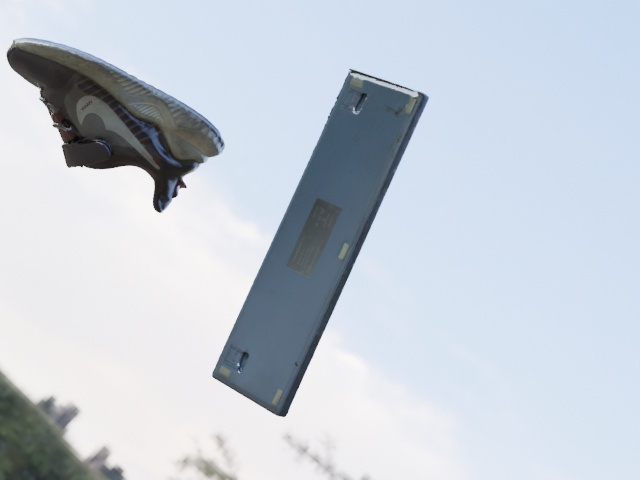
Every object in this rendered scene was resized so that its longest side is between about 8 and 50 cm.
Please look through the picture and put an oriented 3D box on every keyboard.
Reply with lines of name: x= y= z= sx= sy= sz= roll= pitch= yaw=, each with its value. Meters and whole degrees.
keyboard: x=-0.001 y=0.000 z=0.713 sx=0.014 sy=0.176 sz=0.055 roll=24 pitch=0 yaw=-44

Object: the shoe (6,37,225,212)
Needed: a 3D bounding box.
shoe: x=-0.208 y=-0.111 z=1.358 sx=0.227 sy=0.112 sz=0.099 roll=25 pitch=1 yaw=-13
